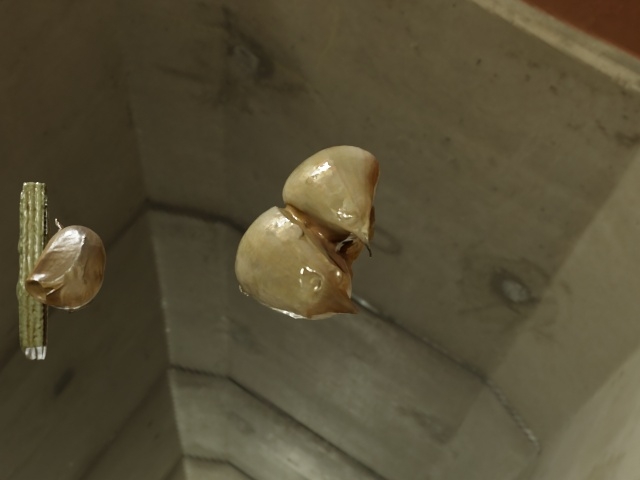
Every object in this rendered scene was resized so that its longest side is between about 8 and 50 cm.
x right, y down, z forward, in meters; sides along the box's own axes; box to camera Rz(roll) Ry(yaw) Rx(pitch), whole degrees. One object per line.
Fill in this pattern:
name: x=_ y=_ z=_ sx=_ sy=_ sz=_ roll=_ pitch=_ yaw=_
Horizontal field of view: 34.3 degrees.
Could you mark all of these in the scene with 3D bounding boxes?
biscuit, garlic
biscuit: x=-0.450 y=0.050 z=1.628 sx=0.052 sy=0.252 sz=0.150 roll=-1 pitch=-19 yaw=-14
garlic: x=-0.291 y=0.020 z=1.221 sx=0.084 sy=0.152 sz=0.066 roll=17 pitch=-48 yaw=-6
garlic: x=0.000 y=0.000 z=1.653 sx=0.249 sy=0.286 sz=0.313 roll=58 pitch=8 yaw=2
